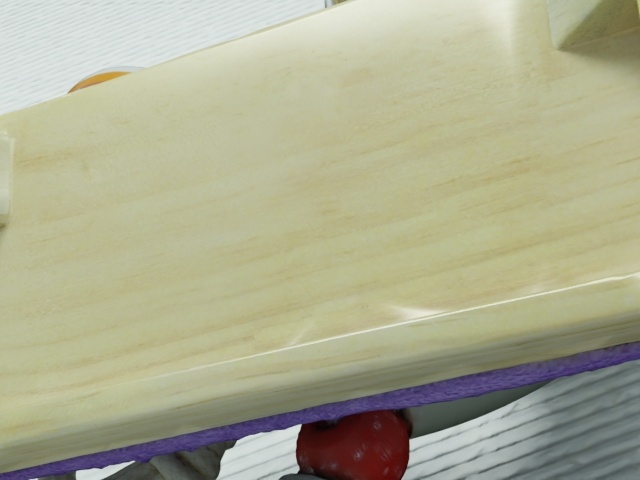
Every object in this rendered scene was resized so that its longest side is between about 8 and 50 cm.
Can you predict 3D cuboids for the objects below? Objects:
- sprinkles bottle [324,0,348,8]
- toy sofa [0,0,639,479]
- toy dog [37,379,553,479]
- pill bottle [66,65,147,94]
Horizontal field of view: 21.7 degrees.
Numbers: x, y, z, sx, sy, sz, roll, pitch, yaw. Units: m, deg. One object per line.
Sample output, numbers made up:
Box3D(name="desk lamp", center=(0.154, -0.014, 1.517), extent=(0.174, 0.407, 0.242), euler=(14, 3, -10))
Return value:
Box3D(name="sprinkles bottle", center=(0.073, -0.146, 0.927), extent=(0.121, 0.121, 0.355), euler=(-23, 6, -2))
Box3D(name="toy sofa", center=(0.000, 0.000, 0.617), extent=(0.363, 0.177, 0.150), euler=(-15, 68, 25))
Box3D(name="toy dog", center=(0.063, 0.071, 0.720), extent=(0.334, 0.161, 0.220), euler=(-45, 38, -10))
Box3D(name="pill bottle", center=(-0.133, 0.003, 0.947), extent=(0.121, 0.121, 0.216), euler=(-7, 33, 24))
